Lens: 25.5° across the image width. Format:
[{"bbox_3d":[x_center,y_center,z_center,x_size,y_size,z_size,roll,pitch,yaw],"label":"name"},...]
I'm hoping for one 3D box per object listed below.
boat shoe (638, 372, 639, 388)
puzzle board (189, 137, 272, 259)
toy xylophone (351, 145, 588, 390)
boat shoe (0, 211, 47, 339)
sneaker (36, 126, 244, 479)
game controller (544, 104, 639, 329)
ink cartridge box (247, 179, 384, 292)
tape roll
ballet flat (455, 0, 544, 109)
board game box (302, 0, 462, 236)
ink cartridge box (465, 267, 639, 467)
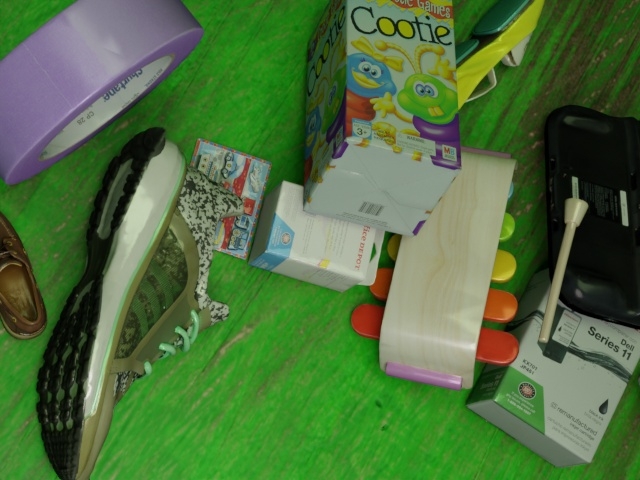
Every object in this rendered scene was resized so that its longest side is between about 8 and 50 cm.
[{"bbox_3d":[0.490,0.304,1.782,0.119,0.121,0.335,-15,72,-13],"label":"boat shoe"},{"bbox_3d":[-0.119,-0.051,1.706,0.096,0.011,0.128,19,72,-13],"label":"puzzle board"},{"bbox_3d":[0.184,0.027,1.710,0.236,0.081,0.322,18,72,14],"label":"toy xylophone"},{"bbox_3d":[-0.354,0.025,1.586,0.064,0.060,0.178,-26,87,-21],"label":"boat shoe"},{"bbox_3d":[-0.185,0.085,1.592,0.182,0.158,0.410,23,75,-24],"label":"sneaker"},{"bbox_3d":[0.363,-0.036,1.789,0.167,0.067,0.319,10,54,-8],"label":"game controller"},{"bbox_3d":[0.000,0.000,1.691,0.143,0.090,0.092,18,73,-13],"label":"ink cartridge box"},{"bbox_3d":[-0.260,-0.179,1.547,0.275,0.275,0.090,-38,92,-21],"label":"tape roll"},{"bbox_3d":[0.219,-0.243,1.834,0.231,0.077,0.077,-43,114,-19],"label":"ballet flat"},{"bbox_3d":[0.071,-0.166,1.673,0.144,0.142,0.275,13,52,-16],"label":"board game box"},{"bbox_3d":[0.299,0.153,1.755,0.153,0.087,0.208,33,69,-9],"label":"ink cartridge box"}]
